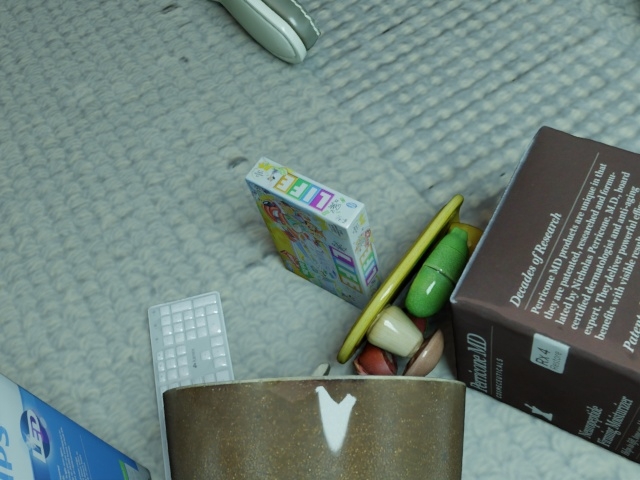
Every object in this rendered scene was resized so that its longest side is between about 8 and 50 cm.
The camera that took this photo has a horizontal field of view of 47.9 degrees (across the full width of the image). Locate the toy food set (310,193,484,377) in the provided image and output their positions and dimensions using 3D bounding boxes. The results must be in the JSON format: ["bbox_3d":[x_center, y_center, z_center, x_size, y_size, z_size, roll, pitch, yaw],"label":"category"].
[{"bbox_3d":[0.080,0.064,0.604,0.071,0.128,0.218,36,73,10],"label":"toy food set"}]

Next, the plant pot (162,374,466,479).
[{"bbox_3d":[-0.001,0.218,0.488,0.215,0.215,0.230,-5,74,10],"label":"plant pot"}]

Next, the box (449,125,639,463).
[{"bbox_3d":[0.225,0.051,0.541,0.203,0.168,0.167,21,66,24],"label":"box"}]

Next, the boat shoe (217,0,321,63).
[{"bbox_3d":[-0.086,-0.320,0.876,0.091,0.109,0.305,-38,55,-6],"label":"boat shoe"}]

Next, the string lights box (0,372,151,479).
[{"bbox_3d":[-0.183,0.197,0.489,0.076,0.260,0.133,-24,56,-2],"label":"string lights box"}]

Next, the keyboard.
[{"bbox_3d":[-0.106,0.161,0.640,0.072,0.014,0.256,-17,57,2],"label":"keyboard"}]

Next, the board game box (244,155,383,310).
[{"bbox_3d":[0.000,0.000,0.632,0.103,0.154,0.026,26,67,26],"label":"board game box"}]
